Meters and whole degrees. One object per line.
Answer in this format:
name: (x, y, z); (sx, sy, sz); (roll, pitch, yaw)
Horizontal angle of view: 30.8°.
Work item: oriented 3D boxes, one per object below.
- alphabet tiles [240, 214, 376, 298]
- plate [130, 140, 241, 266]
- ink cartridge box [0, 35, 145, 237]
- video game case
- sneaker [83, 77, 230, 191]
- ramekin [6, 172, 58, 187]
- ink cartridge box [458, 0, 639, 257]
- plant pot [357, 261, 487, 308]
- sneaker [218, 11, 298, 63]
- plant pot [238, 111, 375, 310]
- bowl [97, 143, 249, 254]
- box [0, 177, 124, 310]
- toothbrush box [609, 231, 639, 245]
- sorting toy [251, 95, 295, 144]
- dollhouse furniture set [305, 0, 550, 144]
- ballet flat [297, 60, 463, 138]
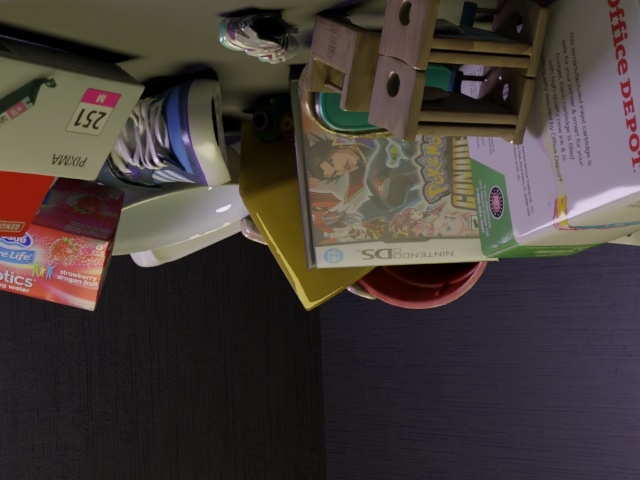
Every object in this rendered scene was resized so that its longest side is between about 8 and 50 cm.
alphabet tiles: (0.000, 0.000, 1.919); (0.284, 0.021, 0.278); (19, -158, -16)
plate: (-0.211, -0.050, 1.990); (0.277, 0.045, 0.278); (-23, 157, -6)
ink cartridge box: (-0.337, -0.090, 1.197); (0.060, 0.238, 0.275); (38, -163, 26)
video game case: (0.096, -0.086, 1.415); (0.248, 0.274, 0.035); (-2, -145, 4)
sneaker: (-0.237, -0.122, 1.450); (0.236, 0.130, 0.323); (-6, -177, -5)
ramekin: (-0.424, -0.122, 1.361); (0.273, 0.127, 0.273); (-3, 177, 0)
ink cartridge box: (0.252, -0.110, 1.050); (0.117, 0.201, 0.278); (0, 168, -25)
plant pot: (0.195, -0.056, 1.870); (0.273, 0.272, 0.265); (-4, -169, 30)
sneaker: (-0.041, -0.195, 1.109); (0.069, 0.038, 0.098); (-4, 177, 44)
plant pot: (0.020, -0.069, 1.600); (0.187, 0.212, 0.212); (-22, -149, 12)
bowl: (-0.240, -0.088, 1.753); (0.298, 0.134, 0.298); (-17, 168, -4)
box: (-0.403, -0.016, 1.541); (0.257, 0.128, 0.122); (14, -144, -8)
toothbrush box: (0.290, -0.094, 1.582); (0.283, 0.122, 0.206); (3, -159, -11)
sorting toy: (-0.057, -0.160, 1.536); (0.102, 0.061, 0.042); (9, -178, 31)
dollhouse furniture set: (0.092, -0.176, 1.065); (0.129, 0.128, 0.184); (-1, -159, -29)
ballet flat: (0.144, -0.168, 1.253); (0.349, 0.123, 0.123); (-2, 177, -13)
